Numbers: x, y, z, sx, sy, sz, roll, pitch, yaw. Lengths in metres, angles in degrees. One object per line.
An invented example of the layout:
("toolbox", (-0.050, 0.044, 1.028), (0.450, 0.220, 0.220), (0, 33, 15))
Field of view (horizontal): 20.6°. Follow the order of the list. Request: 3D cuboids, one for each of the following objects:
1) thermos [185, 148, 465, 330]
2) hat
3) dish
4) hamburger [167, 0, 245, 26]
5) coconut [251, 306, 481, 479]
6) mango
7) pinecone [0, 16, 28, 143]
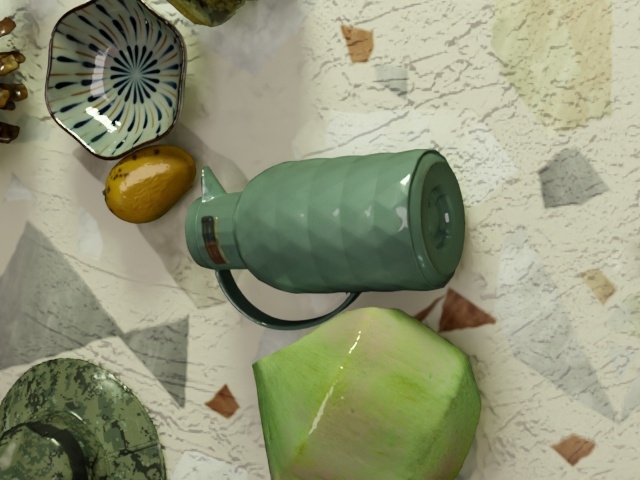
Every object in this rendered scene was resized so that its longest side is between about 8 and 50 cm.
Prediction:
("thermos", (0.000, 0.000, 1.832), (0.286, 0.145, 0.182), (-5, 102, 27))
("hat", (-0.307, 0.267, 1.994), (0.265, 0.128, 0.265), (0, 89, 24))
("dish", (-0.215, -0.184, 1.962), (0.190, 0.066, 0.191), (2, 96, 25))
("hamburger", (-0.102, -0.320, 1.862), (0.131, 0.185, 0.159), (-28, 122, 36))
("coconut", (0.036, 0.176, 1.789), (0.236, 0.236, 0.204), (8, 55, 25))
("mango", (-0.189, -0.064, 1.956), (0.114, 0.057, 0.079), (-26, 101, 17))
("pinecone", (-0.443, -0.178, 1.980), (0.264, 0.264, 0.264), (1, 93, 25))
